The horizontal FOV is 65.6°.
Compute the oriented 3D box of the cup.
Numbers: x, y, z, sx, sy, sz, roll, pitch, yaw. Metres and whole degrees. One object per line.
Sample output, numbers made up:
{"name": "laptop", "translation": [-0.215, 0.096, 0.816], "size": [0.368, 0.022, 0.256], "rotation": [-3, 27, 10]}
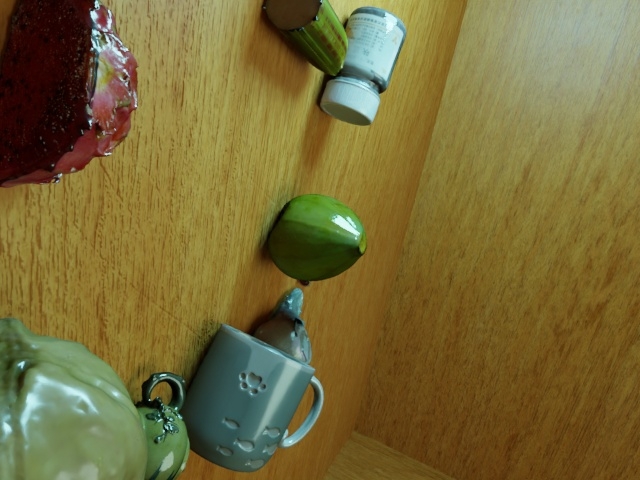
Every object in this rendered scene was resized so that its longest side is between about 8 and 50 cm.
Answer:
{"name": "cup", "translation": [-0.151, 0.400, 1.213], "size": [0.357, 0.259, 0.274], "rotation": [34, 77, -31]}

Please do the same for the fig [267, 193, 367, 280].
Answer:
{"name": "fig", "translation": [0.000, 0.000, 1.306], "size": [0.239, 0.271, 0.239], "rotation": [-16, 111, -46]}

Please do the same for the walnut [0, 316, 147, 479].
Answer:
{"name": "walnut", "translation": [-0.385, 0.274, 0.527], "size": [0.383, 0.384, 0.383], "rotation": [-51, 152, -42]}

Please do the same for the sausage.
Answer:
{"name": "sausage", "translation": [-0.002, -0.454, 1.104], "size": [0.117, 0.125, 0.317], "rotation": [-33, 166, 16]}

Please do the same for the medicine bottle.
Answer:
{"name": "medicine bottle", "translation": [0.113, -0.463, 1.335], "size": [0.273, 0.165, 0.165], "rotation": [-70, 159, -2]}

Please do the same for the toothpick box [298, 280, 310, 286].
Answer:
{"name": "toothpick box", "translation": [-0.036, 0.111, 1.628], "size": [0.083, 0.047, 0.047], "rotation": [-45, 147, -51]}

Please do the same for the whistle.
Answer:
{"name": "whistle", "translation": [-0.113, 0.275, 1.479], "size": [0.348, 0.189, 0.189], "rotation": [-80, 175, -56]}

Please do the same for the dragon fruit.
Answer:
{"name": "dragon fruit", "translation": [-0.298, -0.182, 0.600], "size": [0.189, 0.163, 0.261], "rotation": [-120, -134, -81]}

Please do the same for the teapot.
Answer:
{"name": "teapot", "translation": [-0.348, 0.372, 0.939], "size": [0.182, 0.173, 0.269], "rotation": [45, 52, -40]}
